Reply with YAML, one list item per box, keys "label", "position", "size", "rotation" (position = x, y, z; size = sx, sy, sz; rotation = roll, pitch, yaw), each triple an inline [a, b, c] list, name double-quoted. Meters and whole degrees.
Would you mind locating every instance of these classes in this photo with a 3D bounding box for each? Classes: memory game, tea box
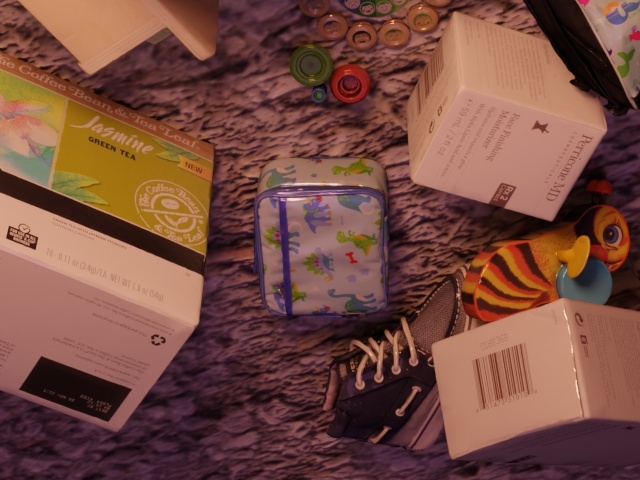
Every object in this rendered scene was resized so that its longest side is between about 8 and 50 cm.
- label: "memory game"
  position: [0.062, -0.293, 1.918]
  size: [0.186, 0.012, 0.186]
  rotation: [0, 131, 0]
- label: "tea box"
  position: [-0.321, -0.005, 1.964]
  size: [0.329, 0.323, 0.220]
  rotation: [23, 128, -20]

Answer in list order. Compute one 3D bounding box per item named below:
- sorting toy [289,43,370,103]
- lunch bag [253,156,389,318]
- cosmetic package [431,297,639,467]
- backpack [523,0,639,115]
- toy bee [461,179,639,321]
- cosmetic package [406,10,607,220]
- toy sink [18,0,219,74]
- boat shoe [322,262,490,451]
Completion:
- label: "sorting toy"
  position: [0.009, -0.196, 1.991]
  size: [0.102, 0.042, 0.061]
  rotation: [29, 111, -9]
- label: "lunch bag"
  position: [0.000, 0.000, 2.128]
  size: [0.176, 0.090, 0.219]
  rotation: [2, 130, 2]
- label: "cosmetic package"
  position: [0.345, 0.188, 2.123]
  size: [0.217, 0.156, 0.385]
  rotation: [-24, 156, 40]
- label: "backpack"
  position: [0.294, -0.288, 1.786]
  size: [0.191, 0.225, 0.253]
  rotation: [-42, 117, 6]
- label: "toy bee"
  position: [0.314, 0.008, 2.104]
  size: [0.298, 0.162, 0.195]
  rotation: [-7, -177, -36]
- label: "cosmetic package"
  position: [0.212, -0.143, 1.956]
  size: [0.183, 0.151, 0.151]
  rotation: [15, 131, -13]
- label: "toy sink"
  position: [-0.234, -0.284, 1.833]
  size: [0.131, 0.153, 0.234]
  rotation: [-29, 126, 23]
- label: "boat shoe"
  position: [0.109, 0.158, 2.236]
  size: [0.158, 0.127, 0.340]
  rotation: [6, 132, -15]
